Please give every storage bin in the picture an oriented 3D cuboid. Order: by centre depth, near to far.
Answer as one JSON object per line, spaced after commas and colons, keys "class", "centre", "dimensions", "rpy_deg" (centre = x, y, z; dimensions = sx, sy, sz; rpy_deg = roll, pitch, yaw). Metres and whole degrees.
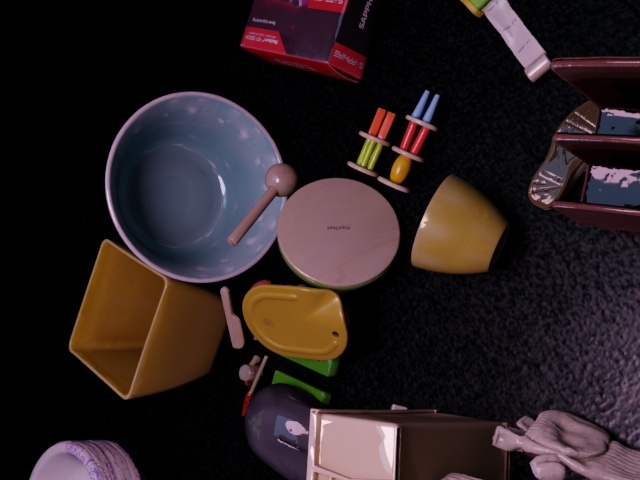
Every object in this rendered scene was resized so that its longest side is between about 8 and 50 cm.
{"class": "storage bin", "centre": [0.110, 0.338, 0.962], "dimensions": [0.123, 0.262, 0.260], "rpy_deg": [-3, 79, 40]}

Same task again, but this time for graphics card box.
{"class": "graphics card box", "centre": [0.019, -0.466, 1.335], "dimensions": [0.233, 0.094, 0.371], "rpy_deg": [24, 97, 43]}

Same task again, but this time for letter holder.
{"class": "letter holder", "centre": [0.388, -0.084, 0.806], "dimensions": [0.302, 0.214, 0.152], "rpy_deg": [11, 88, 36]}

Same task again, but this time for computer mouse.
{"class": "computer mouse", "centre": [-0.007, 0.290, 1.161], "dimensions": [0.272, 0.072, 0.188], "rpy_deg": [17, 94, 27]}

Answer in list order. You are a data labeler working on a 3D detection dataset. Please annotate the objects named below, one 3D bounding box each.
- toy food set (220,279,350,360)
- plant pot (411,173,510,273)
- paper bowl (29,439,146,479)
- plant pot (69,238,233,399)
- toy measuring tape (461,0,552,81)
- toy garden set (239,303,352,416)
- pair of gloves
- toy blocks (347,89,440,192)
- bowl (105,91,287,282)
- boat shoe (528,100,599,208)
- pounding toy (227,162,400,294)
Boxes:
{"class": "toy food set", "centre": [-0.042, 0.105, 1.205], "dimensions": [0.218, 0.071, 0.128], "rpy_deg": [2, 121, 32]}
{"class": "plant pot", "centre": [0.192, -0.008, 1.066], "dimensions": [0.095, 0.134, 0.134], "rpy_deg": [25, 99, 19]}
{"class": "paper bowl", "centre": [-0.417, 0.513, 1.485], "dimensions": [0.284, 0.148, 0.284], "rpy_deg": [-10, 74, 40]}
{"class": "plant pot", "centre": [-0.283, 0.140, 1.416], "dimensions": [0.212, 0.187, 0.212], "rpy_deg": [25, 98, 42]}
{"class": "toy measuring tape", "centre": [0.210, -0.359, 1.121], "dimensions": [0.121, 0.121, 0.330], "rpy_deg": [-41, 56, 29]}
{"class": "toy garden set", "centre": [-0.049, 0.197, 1.287], "dimensions": [0.204, 0.049, 0.244], "rpy_deg": [16, 93, 42]}
{"class": "pair of gloves", "centre": [0.253, 0.258, 0.875], "dimensions": [0.204, 0.240, 0.042], "rpy_deg": [13, 117, 43]}
{"class": "toy blocks", "centre": [0.115, -0.160, 1.206], "dimensions": [0.123, 0.054, 0.148], "rpy_deg": [32, 103, 41]}
{"class": "bowl", "centre": [-0.229, -0.081, 1.372], "dimensions": [0.163, 0.311, 0.311], "rpy_deg": [-9, 74, 61]}
{"class": "boat shoe", "centre": [0.318, -0.107, 1.018], "dimensions": [0.056, 0.048, 0.153], "rpy_deg": [33, 100, 25]}
{"class": "pounding toy", "centre": [0.000, 0.000, 1.231], "dimensions": [0.237, 0.110, 0.183], "rpy_deg": [22, 63, 9]}
